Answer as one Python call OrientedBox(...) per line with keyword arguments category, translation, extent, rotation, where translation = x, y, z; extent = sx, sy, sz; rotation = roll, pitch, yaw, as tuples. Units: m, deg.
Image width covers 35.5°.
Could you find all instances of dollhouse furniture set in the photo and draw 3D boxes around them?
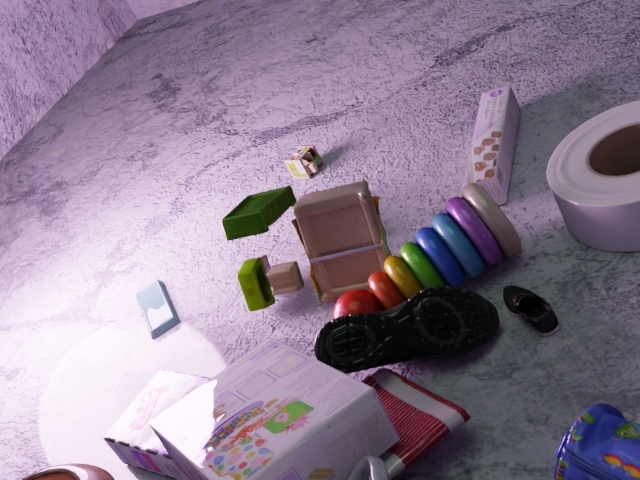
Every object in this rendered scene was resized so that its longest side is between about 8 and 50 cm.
OrientedBox(category="dollhouse furniture set", translation=(0.000, 0.000, 1.827), extent=(0.301, 0.198, 0.151), rotation=(-12, 15, 23))

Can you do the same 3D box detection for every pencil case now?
OrientedBox(category="pencil case", translation=(0.390, 0.283, 1.091), extent=(0.306, 0.133, 0.119), rotation=(25, 94, 56))

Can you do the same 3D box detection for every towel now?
OrientedBox(category="towel", translation=(0.023, 0.303, 1.412), extent=(0.329, 0.037, 0.237), rotation=(-34, 20, -16))

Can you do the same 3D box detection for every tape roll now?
OrientedBox(category="tape roll", translation=(0.514, -0.111, 1.600), extent=(0.286, 0.100, 0.286), rotation=(-23, 30, 14))

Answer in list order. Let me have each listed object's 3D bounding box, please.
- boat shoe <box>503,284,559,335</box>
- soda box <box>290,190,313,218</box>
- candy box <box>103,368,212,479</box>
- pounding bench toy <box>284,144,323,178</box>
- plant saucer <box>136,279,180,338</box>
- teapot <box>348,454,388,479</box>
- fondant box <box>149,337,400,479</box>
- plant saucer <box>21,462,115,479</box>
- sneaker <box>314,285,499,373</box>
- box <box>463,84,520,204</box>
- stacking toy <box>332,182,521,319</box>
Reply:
OrientedBox(category="boat shoe", translation=(0.316, 0.097, 1.523), extent=(0.049, 0.042, 0.133), rotation=(-35, 29, -3))
OrientedBox(category="soda box", translation=(-0.008, -0.028, 1.979), extent=(0.061, 0.058, 0.181), rotation=(-30, 31, 1))
OrientedBox(category="candy box", translation=(-0.240, 0.306, 1.671), extent=(0.196, 0.070, 0.165), rotation=(2, 43, 42))
OrientedBox(category="pounding bench toy", translation=(-0.024, -0.176, 2.220), extent=(0.083, 0.052, 0.065), rotation=(4, 44, 45))
OrientedBox(category="plant saucer", translation=(-0.341, 0.137, 2.068), extent=(0.067, 0.018, 0.192), rotation=(-33, 31, -4))
OrientedBox(category="teapot", translation=(0.026, 0.411, 1.164), extent=(0.256, 0.253, 0.187), rotation=(-22, -14, -27))
OrientedBox(category="fondant box", translation=(-0.077, 0.271, 1.428), extent=(0.238, 0.096, 0.330), rotation=(-34, 20, -20))
OrientedBox(category="plant saucer", translation=(-0.475, 0.481, 1.644), extent=(0.310, 0.050, 0.311), rotation=(-23, 30, 14))
OrientedBox(category="sneaker", translation=(0.133, 0.140, 1.553), extent=(0.286, 0.109, 0.130), rotation=(-9, -10, 2))
OrientedBox(category="box", translation=(0.330, -0.181, 1.904), extent=(0.063, 0.067, 0.324), rotation=(-14, 35, 26))
OrientedBox(category="stacking toy", translation=(0.161, 0.052, 1.654), extent=(0.330, 0.141, 0.141), rotation=(-35, 30, 2))
